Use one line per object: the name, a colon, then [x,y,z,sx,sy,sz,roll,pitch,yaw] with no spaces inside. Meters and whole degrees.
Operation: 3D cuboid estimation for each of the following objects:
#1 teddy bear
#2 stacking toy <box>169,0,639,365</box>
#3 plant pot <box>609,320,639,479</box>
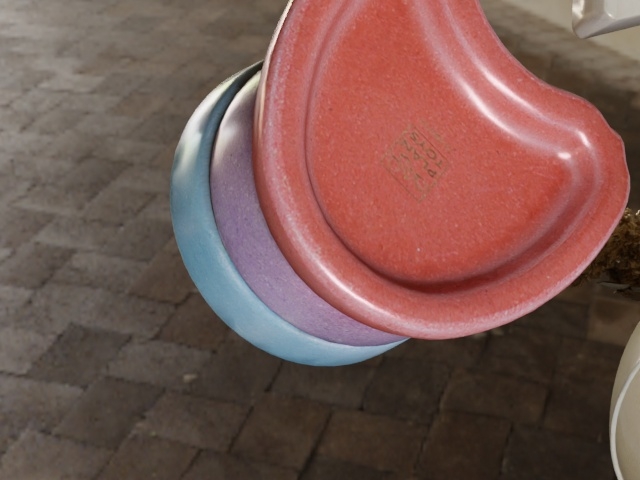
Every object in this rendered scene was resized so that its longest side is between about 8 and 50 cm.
teddy bear: [0.376,0.008,1.156,0.338,0.113,0.245,5,-11,26]
stacking toy: [0.001,-0.119,0.446,0.279,0.309,0.130,-41,8,-29]
plant pot: [0.397,0.121,0.951,0.284,0.284,0.191,5,27,7]
